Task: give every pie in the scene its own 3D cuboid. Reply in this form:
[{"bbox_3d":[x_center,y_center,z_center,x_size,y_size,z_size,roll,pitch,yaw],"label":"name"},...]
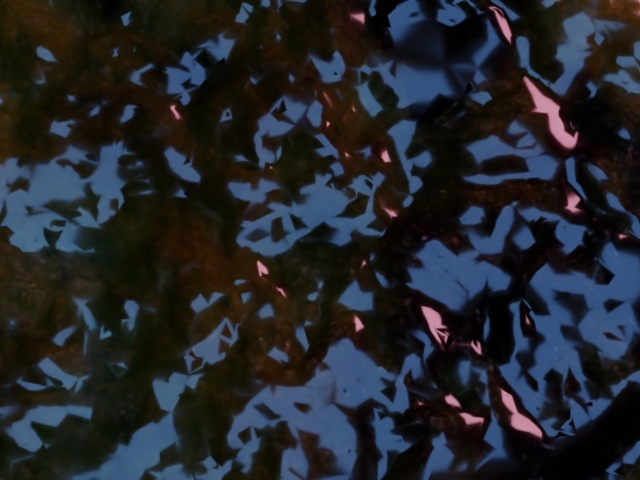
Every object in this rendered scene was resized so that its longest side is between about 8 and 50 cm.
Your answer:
[{"bbox_3d":[0.000,0.000,0.526,0.323,0.070,0.323,1,73,-2],"label":"pie"}]
